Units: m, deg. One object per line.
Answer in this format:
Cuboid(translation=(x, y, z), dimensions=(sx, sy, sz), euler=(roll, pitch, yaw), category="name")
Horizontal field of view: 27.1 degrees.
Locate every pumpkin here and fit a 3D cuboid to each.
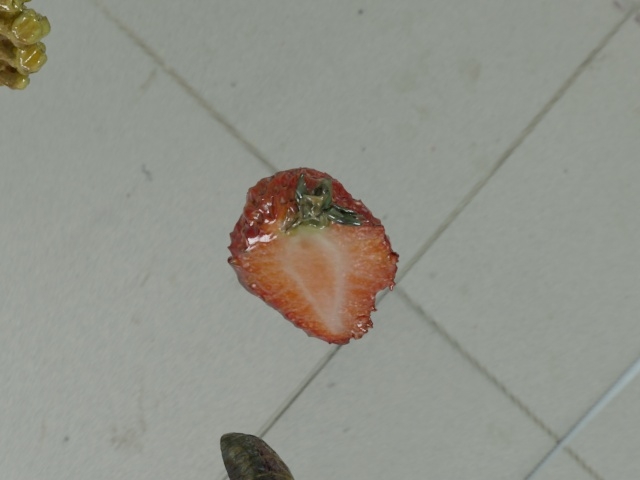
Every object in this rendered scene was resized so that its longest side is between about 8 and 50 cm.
Cuboid(translation=(-0.031, 0.140, 0.760), dimensions=(0.028, 0.050, 0.083), euler=(-38, 57, 14), category="pumpkin")

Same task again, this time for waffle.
Cuboid(translation=(-0.374, -0.246, 1.298), dimensions=(0.056, 0.249, 0.253), euler=(-54, 130, -30), category="waffle")

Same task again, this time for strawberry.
Cuboid(translation=(-0.007, -0.001, 1.351), dimensions=(0.175, 0.236, 0.107), euler=(13, 55, -10), category="strawberry")
